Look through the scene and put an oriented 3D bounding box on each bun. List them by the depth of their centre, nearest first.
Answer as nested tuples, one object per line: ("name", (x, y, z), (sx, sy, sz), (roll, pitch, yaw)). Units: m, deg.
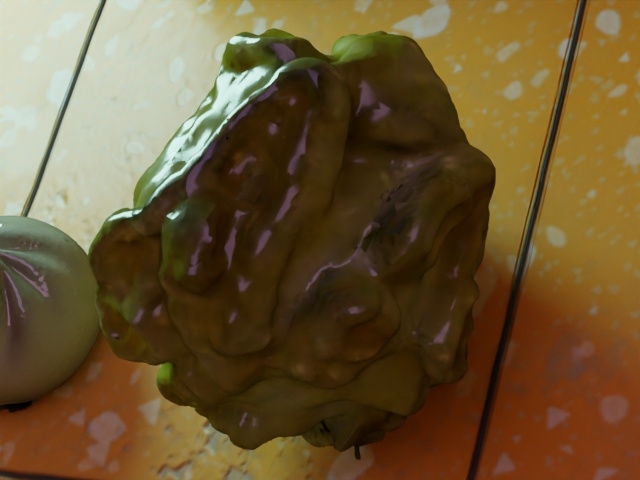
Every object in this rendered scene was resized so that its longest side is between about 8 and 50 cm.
("bun", (-0.277, 0.052, 1.527), (0.172, 0.120, 0.173), (-12, 56, 19))

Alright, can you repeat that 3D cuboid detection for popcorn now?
("popcorn", (-0.003, 0.001, 1.300), (0.312, 0.312, 0.312), (-13, 56, 21))
